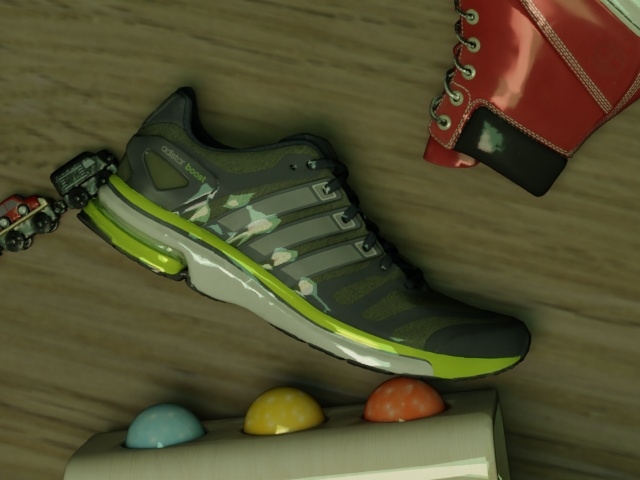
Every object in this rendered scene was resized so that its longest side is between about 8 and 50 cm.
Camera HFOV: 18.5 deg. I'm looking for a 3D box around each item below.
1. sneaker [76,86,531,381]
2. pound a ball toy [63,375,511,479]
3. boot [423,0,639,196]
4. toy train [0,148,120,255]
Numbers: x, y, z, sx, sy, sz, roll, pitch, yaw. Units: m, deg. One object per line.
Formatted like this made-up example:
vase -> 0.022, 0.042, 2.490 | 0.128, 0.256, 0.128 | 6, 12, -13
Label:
sneaker -> 0.000, 0.000, 1.253 | 0.300, 0.111, 0.121 | 24, 94, 1
pound a ball toy -> 0.001, 0.163, 1.220 | 0.319, 0.208, 0.136 | -8, 97, 9
boot -> 0.089, -0.148, 1.231 | 0.244, 0.088, 0.176 | 44, 102, -4
toy train -> -0.202, -0.013, 1.314 | 0.158, 0.027, 0.036 | -33, 89, 10
